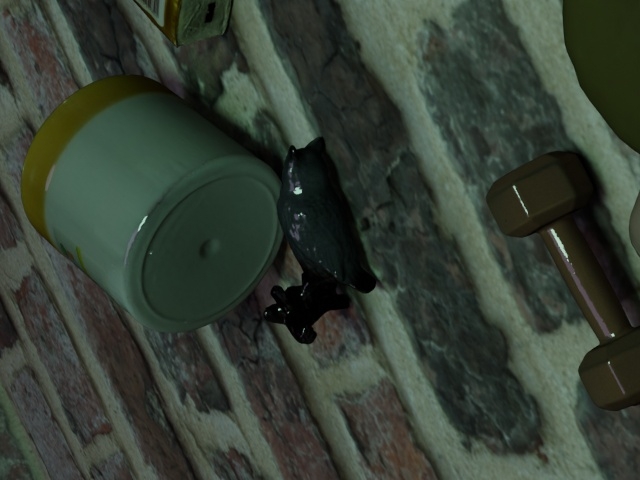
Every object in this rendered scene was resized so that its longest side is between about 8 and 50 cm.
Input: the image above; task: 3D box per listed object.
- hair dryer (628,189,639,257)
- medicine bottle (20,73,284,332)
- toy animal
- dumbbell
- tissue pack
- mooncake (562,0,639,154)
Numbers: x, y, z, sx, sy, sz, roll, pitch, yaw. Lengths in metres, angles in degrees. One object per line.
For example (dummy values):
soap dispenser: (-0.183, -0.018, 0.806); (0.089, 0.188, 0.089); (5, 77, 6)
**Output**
hair dryer: (0.389, 0.001, 1.042); (0.344, 0.107, 0.189); (37, 138, 25)
medicine bottle: (-0.196, -0.043, 1.744); (0.232, 0.238, 0.237); (39, 140, 37)
toy animal: (0.002, -0.003, 1.617); (0.117, 0.121, 0.210); (15, 119, 30)
dumbbell: (0.233, 0.035, 1.293); (0.082, 0.092, 0.230); (-31, 83, 31)
tissue pack: (-0.189, -0.354, 1.663); (0.226, 0.092, 0.183); (50, 146, 27)
mooncake: (0.327, -0.164, 0.780); (0.467, 0.262, 0.467); (53, 155, 38)
